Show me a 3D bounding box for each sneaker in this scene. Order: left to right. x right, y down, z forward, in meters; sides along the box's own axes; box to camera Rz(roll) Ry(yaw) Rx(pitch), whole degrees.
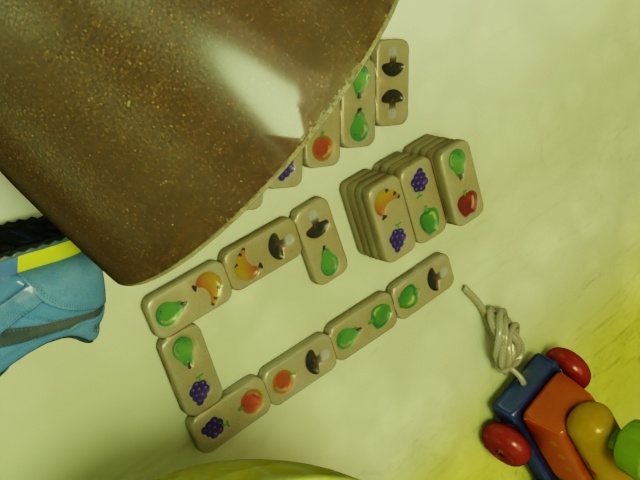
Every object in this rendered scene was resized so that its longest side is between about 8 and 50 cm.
[{"bbox_3d":[-0.202,0.050,0.494,0.209,0.069,0.082,-17,114,-33],"label":"sneaker"}]

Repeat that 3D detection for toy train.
[{"bbox_3d":[0.204,0.140,0.771,0.105,0.143,0.248,-46,124,-20],"label":"toy train"}]

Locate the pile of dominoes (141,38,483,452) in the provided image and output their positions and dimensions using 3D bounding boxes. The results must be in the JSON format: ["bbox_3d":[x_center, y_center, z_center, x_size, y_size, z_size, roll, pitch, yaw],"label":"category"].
[{"bbox_3d":[0.000,0.000,0.652,0.251,0.040,0.195,-32,118,-28],"label":"pile of dominoes"}]

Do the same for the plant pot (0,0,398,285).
[{"bbox_3d":[-0.117,-0.131,0.447,0.230,0.215,0.215,38,77,-23],"label":"plant pot"}]

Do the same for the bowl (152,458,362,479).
[{"bbox_3d":[-0.078,0.245,0.577,0.290,0.156,0.289,-9,106,-35],"label":"bowl"}]
